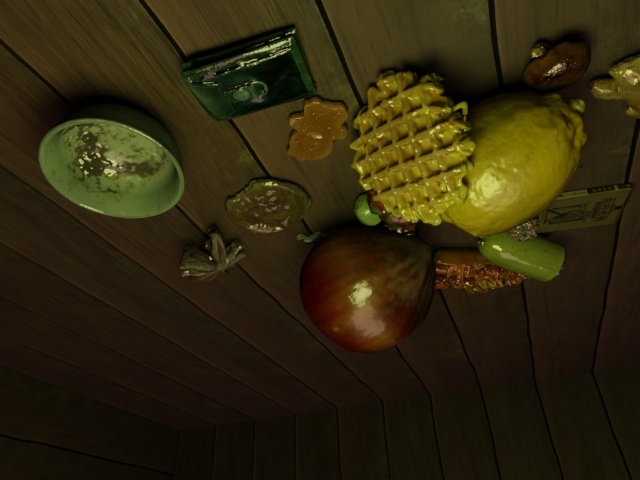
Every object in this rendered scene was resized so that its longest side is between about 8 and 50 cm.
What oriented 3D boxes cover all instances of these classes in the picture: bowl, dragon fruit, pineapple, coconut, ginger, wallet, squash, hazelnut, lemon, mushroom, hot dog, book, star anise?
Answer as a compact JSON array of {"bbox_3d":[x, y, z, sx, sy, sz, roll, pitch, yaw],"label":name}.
[{"bbox_3d":[-0.432,-0.191,1.042,0.290,0.146,0.289,-1,143,-1],"label":"bowl"},{"bbox_3d":[0.196,-0.110,1.173,0.182,0.182,0.188,15,126,-23],"label":"dragon fruit"},{"bbox_3d":[0.489,-0.072,1.203,0.083,0.221,0.103,28,130,-13],"label":"pineapple"},{"bbox_3d":[0.134,-0.081,1.280,0.088,0.087,0.096,-30,130,34],"label":"coconut"},{"bbox_3d":[0.706,-0.297,1.016,0.299,0.065,0.118,18,154,-24],"label":"ginger"},{"bbox_3d":[-0.137,-0.318,0.958,0.236,0.055,0.160,-11,151,12],"label":"wallet"},{"bbox_3d":[0.578,0.027,1.417,0.247,0.132,0.132,21,141,-8],"label":"squash"},{"bbox_3d":[0.145,0.124,1.315,0.359,0.359,0.410,-31,171,35],"label":"hazelnut"},{"bbox_3d":[0.373,-0.163,1.006,0.286,0.285,0.315,8,112,-14],"label":"lemon"},{"bbox_3d":[0.462,-0.343,0.938,0.127,0.087,0.127,-12,168,-3],"label":"mushroom"},{"bbox_3d":[0.501,0.102,1.535,0.349,0.117,0.158,3,146,-7],"label":"hot dog"},{"bbox_3d":[0.733,-0.087,1.354,0.231,0.026,0.161,-8,145,8],"label":"book"},{"bbox_3d":[-0.325,0.046,1.420,0.199,0.110,0.257,-26,162,-8],"label":"star anise"}]

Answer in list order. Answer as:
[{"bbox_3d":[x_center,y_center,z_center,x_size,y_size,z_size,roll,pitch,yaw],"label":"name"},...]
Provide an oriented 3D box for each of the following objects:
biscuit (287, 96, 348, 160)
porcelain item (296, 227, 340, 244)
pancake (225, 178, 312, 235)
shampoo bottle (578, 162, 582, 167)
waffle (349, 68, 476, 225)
[{"bbox_3d":[-0.006,-0.247,1.085,0.134,0.027,0.184,1,147,-6],"label":"biscuit"},{"bbox_3d":[0.000,0.000,1.444,0.136,0.021,0.075,-9,145,9],"label":"porcelain item"},{"bbox_3d":[-0.141,-0.085,1.299,0.236,0.042,0.222,-16,141,18],"label":"pancake"},{"bbox_3d":[0.463,-0.143,1.156,0.284,0.153,0.071,-30,135,25],"label":"shampoo bottle"},{"bbox_3d":[0.176,-0.182,0.966,0.062,0.329,0.329,-14,157,-39],"label":"waffle"}]
